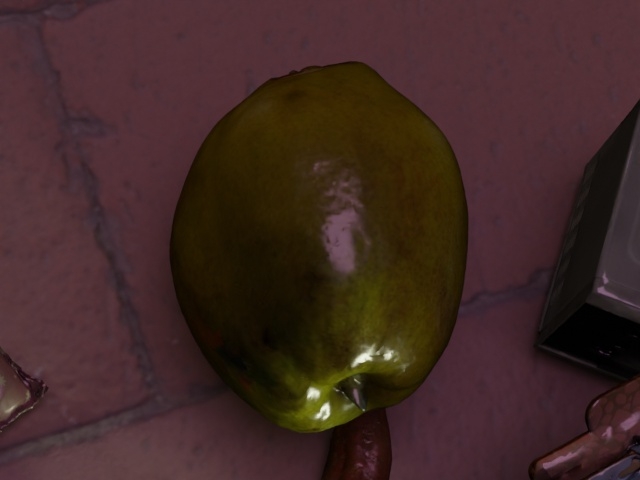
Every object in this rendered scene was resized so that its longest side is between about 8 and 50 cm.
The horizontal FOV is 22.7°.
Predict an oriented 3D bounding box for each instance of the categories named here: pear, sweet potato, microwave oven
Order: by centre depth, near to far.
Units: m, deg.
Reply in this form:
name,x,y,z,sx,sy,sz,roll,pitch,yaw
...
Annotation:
name,x,y,z,sx,sy,sz,roll,pitch,yaw
pear,0.000,0.000,1.344,0.269,0.269,0.321,-2,61,-12
sweet potato,0.029,0.233,1.356,0.058,0.078,0.255,21,53,-23
microwave oven,0.374,0.040,1.444,0.295,0.181,0.237,21,65,-3

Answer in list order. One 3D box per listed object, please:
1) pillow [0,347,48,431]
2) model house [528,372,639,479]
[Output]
name,x,y,z,sx,sy,sz,roll,pitch,yaw
pillow,-0.325,0.150,1.336,0.118,0.043,0.185,42,70,0
model house,0.302,0.209,1.185,0.326,0.244,0.169,-25,106,-12
